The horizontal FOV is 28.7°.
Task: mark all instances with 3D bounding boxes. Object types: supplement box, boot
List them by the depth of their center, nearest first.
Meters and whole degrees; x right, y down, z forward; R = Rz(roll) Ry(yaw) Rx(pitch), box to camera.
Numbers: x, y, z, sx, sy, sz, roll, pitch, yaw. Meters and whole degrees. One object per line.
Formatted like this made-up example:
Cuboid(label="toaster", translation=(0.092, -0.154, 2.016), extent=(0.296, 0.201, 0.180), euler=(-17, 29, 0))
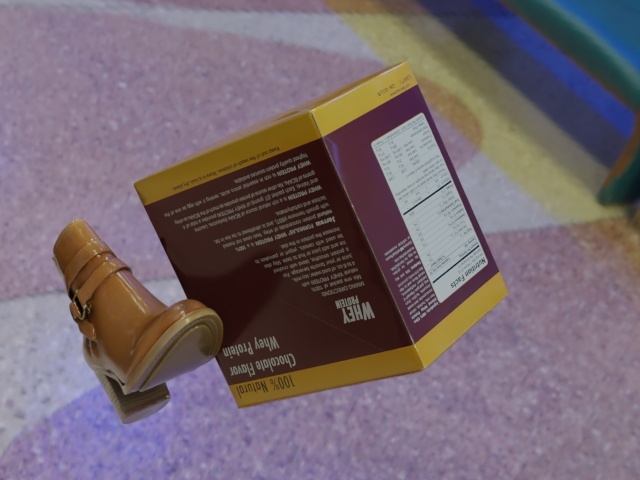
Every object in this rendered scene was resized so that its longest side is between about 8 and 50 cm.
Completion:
Cuboid(label="supplement box", translation=(0.000, 0.000, 0.935), extent=(0.129, 0.191, 0.194), euler=(-33, 102, -48))
Cuboid(label="boot", translation=(-0.153, 0.046, 0.966), extent=(0.073, 0.197, 0.152), euler=(-18, 74, -34))
